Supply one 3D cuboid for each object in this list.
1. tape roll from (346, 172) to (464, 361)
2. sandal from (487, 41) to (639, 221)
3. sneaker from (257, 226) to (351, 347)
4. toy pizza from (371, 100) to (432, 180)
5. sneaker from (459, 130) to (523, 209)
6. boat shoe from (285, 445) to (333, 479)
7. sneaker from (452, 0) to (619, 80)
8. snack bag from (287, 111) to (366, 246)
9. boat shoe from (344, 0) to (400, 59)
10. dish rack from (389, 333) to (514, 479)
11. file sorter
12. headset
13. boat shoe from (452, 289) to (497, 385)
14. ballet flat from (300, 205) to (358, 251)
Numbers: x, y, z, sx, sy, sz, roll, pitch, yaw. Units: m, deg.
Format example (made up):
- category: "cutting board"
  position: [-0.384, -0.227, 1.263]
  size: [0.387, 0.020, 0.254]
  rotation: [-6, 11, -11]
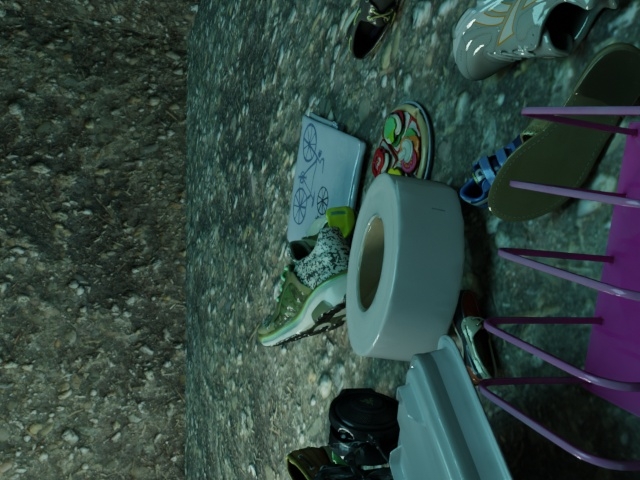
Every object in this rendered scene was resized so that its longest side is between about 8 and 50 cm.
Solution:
- category: "tape roll"
  position: [0.121, 0.041, 1.039]
  size: [0.286, 0.100, 0.286]
  rotation: [-171, 90, -80]
- category: "sandal"
  position: [0.285, -0.126, 0.785]
  size: [0.240, 0.088, 0.079]
  rotation: [-60, 1, 37]
- category: "sneaker"
  position: [-0.022, 0.092, 1.362]
  size: [0.410, 0.158, 0.182]
  rotation: [-39, 65, 52]
- category: "toy pizza"
  position: [0.136, -0.147, 1.195]
  size: [0.201, 0.032, 0.201]
  rotation: [-176, 90, -69]
- category: "sneaker"
  position: [0.237, -0.091, 0.888]
  size: [0.144, 0.059, 0.053]
  rotation: [120, 149, -47]
- category: "boat shoe"
  position: [0.010, 0.525, 1.299]
  size: [0.307, 0.104, 0.111]
  rotation: [-128, 46, -60]
- category: "sneaker"
  position: [0.254, -0.259, 0.832]
  size: [0.262, 0.099, 0.121]
  rotation: [134, 131, -61]
- category: "snack bag"
  position: [0.011, -0.106, 1.509]
  size: [0.342, 0.037, 0.323]
  rotation: [-141, 57, -61]
- category: "boat shoe"
  position: [0.106, -0.429, 1.269]
  size: [0.228, 0.081, 0.069]
  rotation: [126, 140, -66]
- category: "dish rack"
  position: [0.142, 0.299, 0.708]
  size: [0.286, 0.072, 0.333]
  rotation: [86, 171, -48]
- category: "file sorter"
  position: [0.273, 0.031, 0.604]
  size: [0.202, 0.182, 0.291]
  rotation: [-154, 70, -67]
- category: "headset"
  position: [0.051, 0.370, 1.112]
  size: [0.394, 0.185, 0.244]
  rotation: [133, 138, -75]
- category: "boat shoe"
  position: [0.213, 0.130, 0.926]
  size: [0.043, 0.049, 0.137]
  rotation: [-37, 50, 54]
- category: "ballet flat"
  position: [0.000, 0.000, 1.384]
  size: [0.231, 0.077, 0.077]
  rotation: [126, 139, -52]
